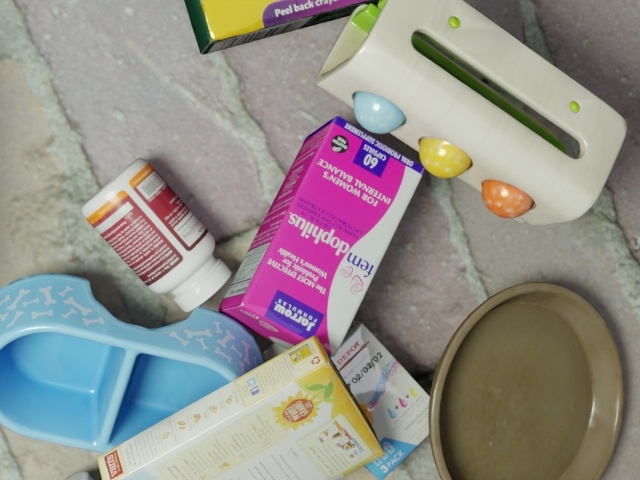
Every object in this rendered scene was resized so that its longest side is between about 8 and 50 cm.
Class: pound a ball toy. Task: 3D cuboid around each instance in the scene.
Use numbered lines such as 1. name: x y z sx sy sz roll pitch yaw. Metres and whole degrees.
1. pound a ball toy: 0.145 -0.106 1.050 0.319 0.208 0.135 32 75 -16

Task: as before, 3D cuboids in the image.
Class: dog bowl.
1. dog bowl: -0.200 0.138 1.035 0.297 0.074 0.166 15 115 -14

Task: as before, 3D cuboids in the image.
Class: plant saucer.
1. plant saucer: 0.226 0.183 1.152 0.278 0.041 0.278 -2 94 -31

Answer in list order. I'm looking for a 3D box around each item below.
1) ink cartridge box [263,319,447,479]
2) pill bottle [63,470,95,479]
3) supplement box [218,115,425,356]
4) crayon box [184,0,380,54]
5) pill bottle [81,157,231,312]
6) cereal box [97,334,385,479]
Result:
1. ink cartridge box: 0.036 0.158 1.129 0.104 0.061 0.181 -44 101 -7
2. pill bottle: -0.206 0.343 1.056 0.117 0.117 0.215 -37 101 -8
3. supplement box: 0.000 0.000 1.067 0.111 0.114 0.220 29 77 -12
4. crayon box: 0.008 -0.394 1.069 0.363 0.106 0.313 -17 96 -12
5. pill bottle: -0.165 -0.002 1.061 0.086 0.086 0.152 -42 101 -8
6. cereal box: -0.073 0.211 1.018 0.240 0.047 0.173 -28 134 0
